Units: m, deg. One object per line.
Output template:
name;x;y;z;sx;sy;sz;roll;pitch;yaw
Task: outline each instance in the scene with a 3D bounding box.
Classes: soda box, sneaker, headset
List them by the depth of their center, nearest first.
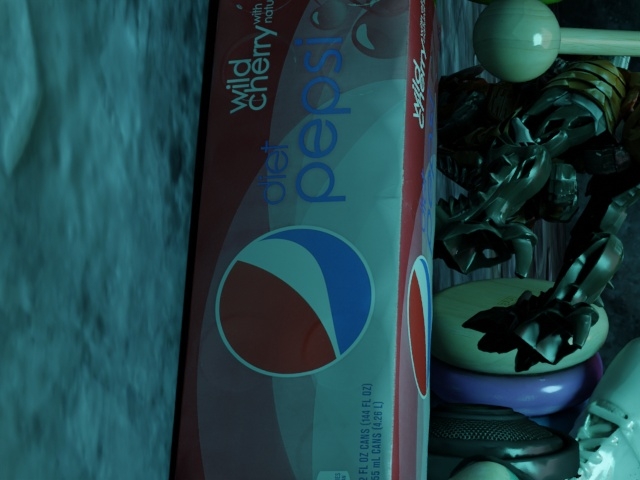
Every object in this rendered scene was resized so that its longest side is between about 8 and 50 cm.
soda box;0.000;0.000;0.774;0.083;0.092;0.263;62;28;-63
headset;0.119;0.209;1.087;0.394;0.185;0.243;89;2;-69
sneaker;0.186;0.163;1.268;0.094;0.080;0.212;18;97;-43

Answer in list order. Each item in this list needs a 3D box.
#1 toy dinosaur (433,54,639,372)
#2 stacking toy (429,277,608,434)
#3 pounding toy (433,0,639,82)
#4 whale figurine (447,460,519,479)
toy dinosaur;0.152;-0.052;1.174;0.218;0.164;0.322;-55;-168;-18
stacking toy;0.145;0.202;1.378;0.141;0.141;0.330;-60;149;-70
pounding toy;0.089;-0.174;1.178;0.183;0.110;0.237;-4;52;-50
whale figurine;0.059;0.233;0.751;0.141;0.216;0.272;27;50;-24
